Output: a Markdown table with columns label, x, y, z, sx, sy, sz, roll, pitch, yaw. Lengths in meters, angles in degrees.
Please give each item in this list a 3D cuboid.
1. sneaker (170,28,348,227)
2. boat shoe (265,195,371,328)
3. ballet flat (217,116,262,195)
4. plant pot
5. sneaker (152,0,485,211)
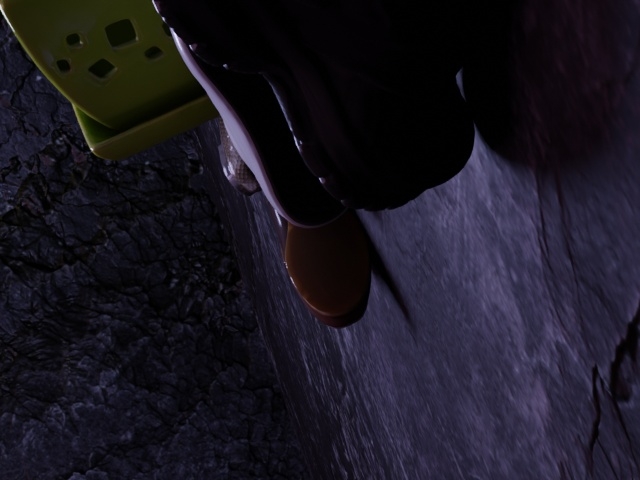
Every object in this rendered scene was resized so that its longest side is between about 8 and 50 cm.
| label | x | y | z | sx | sy | sz | roll | pitch | yaw |
| --- | --- | --- | --- | --- | --- | --- | --- | --- | --- |
| sneaker | -0.064 | -0.152 | 1.132 | 0.123 | 0.106 | 0.290 | -132 | 22 | -65 |
| boat shoe | 0.000 | 0.000 | 1.236 | 0.073 | 0.073 | 0.207 | 76 | 178 | -49 |
| ballet flat | -0.098 | -0.165 | 1.590 | 0.084 | 0.058 | 0.249 | 21 | -136 | -50 |
| plant pot | -0.166 | -0.217 | 1.296 | 0.227 | 0.228 | 0.207 | -121 | 8 | -55 |
| sneaker | 0.028 | -0.101 | 0.618 | 0.286 | 0.130 | 0.109 | 37 | -146 | -60 |
